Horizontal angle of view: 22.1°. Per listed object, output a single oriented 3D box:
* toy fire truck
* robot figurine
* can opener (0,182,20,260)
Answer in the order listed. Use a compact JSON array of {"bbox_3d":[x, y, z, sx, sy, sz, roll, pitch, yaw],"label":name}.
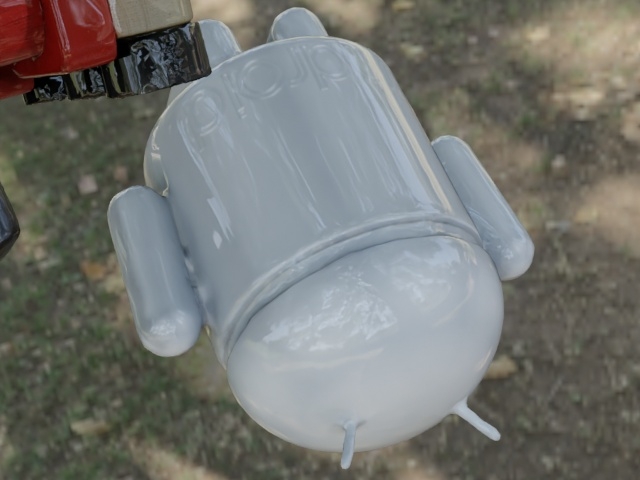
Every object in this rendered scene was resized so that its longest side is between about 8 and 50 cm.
[{"bbox_3d":[-0.205,-0.093,0.865,0.246,0.159,0.217,-18,12,-26],"label":"toy fire truck"},{"bbox_3d":[0.000,0.000,1.151,0.299,0.200,0.353,-14,59,-21],"label":"robot figurine"},{"bbox_3d":[-0.178,0.013,0.499,0.186,0.073,0.059,-28,-7,22],"label":"can opener"}]
